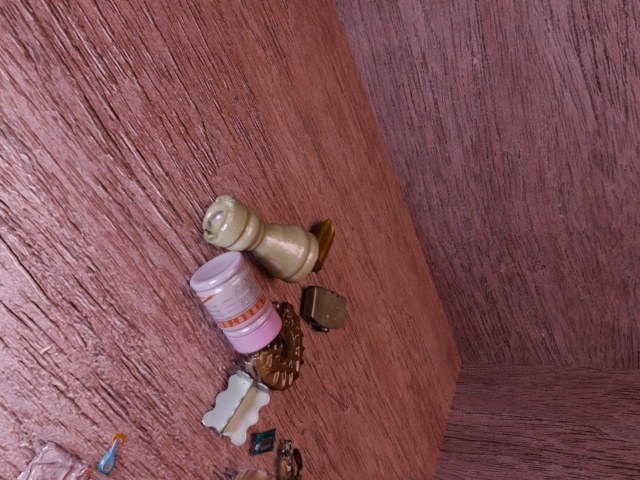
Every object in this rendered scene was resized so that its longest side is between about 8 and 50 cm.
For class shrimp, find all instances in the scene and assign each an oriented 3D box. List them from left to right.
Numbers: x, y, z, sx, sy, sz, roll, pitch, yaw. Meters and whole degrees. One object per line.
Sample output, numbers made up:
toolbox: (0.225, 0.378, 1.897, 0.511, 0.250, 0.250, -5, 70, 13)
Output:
shrimp: (-0.112, 0.927, 1.678, 0.173, 0.058, 0.253, 8, 79, -62)

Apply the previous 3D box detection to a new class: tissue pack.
tissue pack: (-0.216, 0.774, 1.583, 0.138, 0.027, 0.085, 28, 64, -54)

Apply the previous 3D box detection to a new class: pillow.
pillow: (-0.621, 0.615, 1.017, 0.248, 0.049, 0.135, 56, 50, -28)

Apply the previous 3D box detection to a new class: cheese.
cheese: (-0.571, 0.585, 1.124, 0.047, 0.017, 0.111, 49, 46, -42)

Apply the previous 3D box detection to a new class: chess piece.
chess piece: (-0.228, -0.009, 1.585, 0.442, 0.234, 0.234, 30, 59, -43)

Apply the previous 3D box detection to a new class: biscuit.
biscuit: (-0.162, 0.429, 1.619, 0.366, 0.115, 0.268, -63, 136, -55)

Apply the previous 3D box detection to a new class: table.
table: (-0.287, 0.581, 1.421, 0.198, 0.166, 0.166, -55, 127, -35)

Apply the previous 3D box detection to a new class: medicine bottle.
medicine bottle: (-0.289, 0.216, 1.444, 0.316, 0.202, 0.202, 62, 39, -24)

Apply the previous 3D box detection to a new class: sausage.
sausage: (-0.001, -0.002, 1.978, 0.125, 0.117, 0.317, 70, 32, -41)

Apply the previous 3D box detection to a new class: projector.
projector: (0.017, 0.334, 1.954, 0.269, 0.088, 0.194, 30, 61, -48)

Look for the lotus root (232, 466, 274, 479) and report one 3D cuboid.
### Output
lotus root: (-0.222, 0.906, 1.368, 0.192, 0.272, 0.272, -37, 113, -41)
